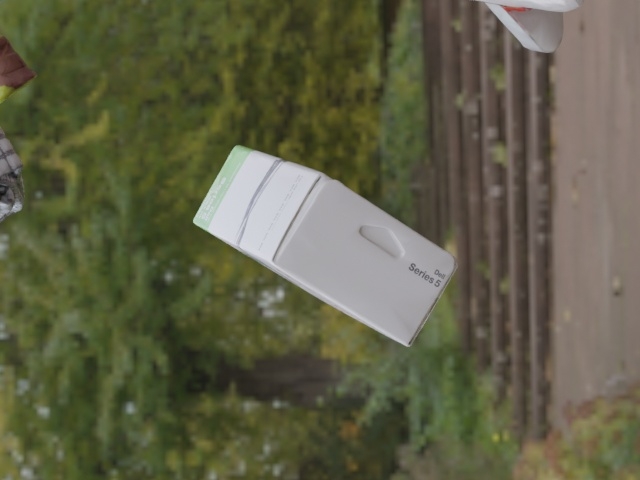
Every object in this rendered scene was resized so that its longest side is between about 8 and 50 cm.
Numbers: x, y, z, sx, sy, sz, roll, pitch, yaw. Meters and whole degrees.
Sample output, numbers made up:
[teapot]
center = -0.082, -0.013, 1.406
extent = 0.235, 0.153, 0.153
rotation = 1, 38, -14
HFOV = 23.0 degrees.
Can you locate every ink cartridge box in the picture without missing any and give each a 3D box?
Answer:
[ink cartridge box]
center = 0.000, 0.000, 1.770
extent = 0.115, 0.198, 0.273
rotation = -60, 24, -2

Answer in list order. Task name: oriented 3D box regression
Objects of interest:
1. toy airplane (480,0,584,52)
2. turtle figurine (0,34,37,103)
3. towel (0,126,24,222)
[toy airplane]
center = 0.245, -0.351, 1.329
extent = 0.386, 0.272, 0.385
rotation = -23, -78, -50
[turtle figurine]
center = -0.279, -0.155, 0.919
extent = 0.217, 0.269, 0.087
rotation = 59, -164, -18
[towel]
center = -0.395, -0.111, 1.556
extent = 0.235, 0.121, 0.283
rotation = 59, 168, -2
